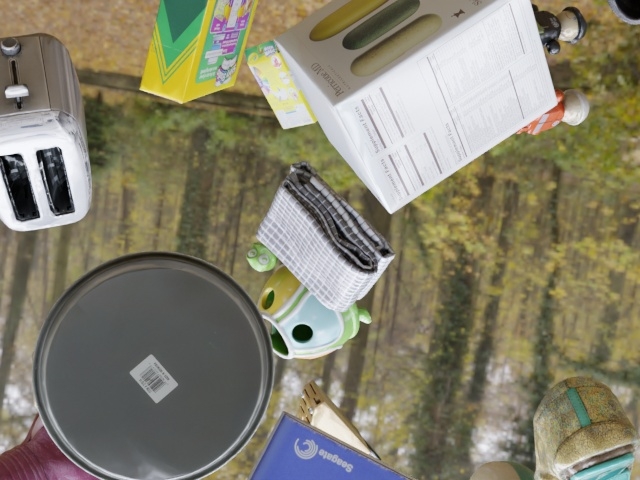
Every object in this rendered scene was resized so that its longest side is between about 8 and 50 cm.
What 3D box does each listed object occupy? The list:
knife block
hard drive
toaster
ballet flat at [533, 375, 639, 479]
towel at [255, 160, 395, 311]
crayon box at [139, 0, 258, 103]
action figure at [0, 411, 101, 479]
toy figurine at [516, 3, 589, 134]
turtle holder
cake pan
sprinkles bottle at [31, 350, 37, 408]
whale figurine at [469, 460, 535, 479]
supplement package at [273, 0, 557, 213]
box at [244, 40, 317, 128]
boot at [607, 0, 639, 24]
[{"bbox_3d":[0.059,0.460,2.012,0.242,0.275,0.088,2,-156,-22],"label":"knife block"},{"bbox_3d":[-0.022,0.381,0.960,0.210,0.318,0.040,28,174,-5],"label":"hard drive"},{"bbox_3d":[-0.333,-0.114,1.001,0.129,0.227,0.146,-9,-127,-14],"label":"toaster"},{"bbox_3d":[0.297,0.243,1.006,0.123,0.123,0.348,10,156,17],"label":"ballet flat"},{"bbox_3d":[0.000,0.000,1.808,0.283,0.121,0.235,46,154,10],"label":"towel"},{"bbox_3d":[-0.237,-0.470,1.828,0.106,0.313,0.363,21,-162,5],"label":"crayon box"},{"bbox_3d":[-0.433,0.348,1.280,0.248,0.275,0.370,6,-162,39],"label":"action figure"},{"bbox_3d":[0.343,-0.287,1.464,0.148,0.213,0.209,-15,-165,-23],"label":"toy figurine"},{"bbox_3d":[-0.042,0.150,2.148,0.227,0.320,0.243,-37,-133,-27],"label":"turtle holder"},{"bbox_3d":[-0.198,0.158,1.044,0.293,0.293,0.054,8,177,-10],"label":"cake pan"},{"bbox_3d":[-0.406,0.272,1.788,0.355,0.121,0.121,-2,-173,-19],"label":"sprinkles bottle"},{"bbox_3d":[0.370,0.565,1.676,0.141,0.272,0.216,3,171,-17],"label":"whale figurine"},{"bbox_3d":[0.122,-0.217,1.113,0.199,0.263,0.198,55,178,46],"label":"supplement package"},{"bbox_3d":[-0.073,-0.312,1.718,0.105,0.179,0.043,-2,-144,49],"label":"box"},{"bbox_3d":[0.337,-0.415,1.036,0.118,0.338,0.223,-42,167,36],"label":"boot"}]
